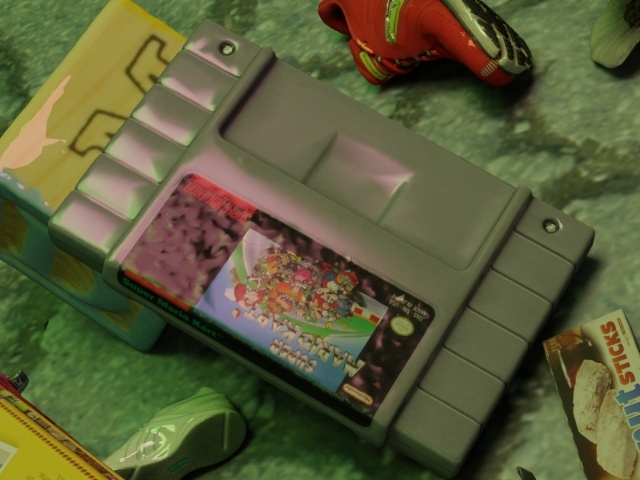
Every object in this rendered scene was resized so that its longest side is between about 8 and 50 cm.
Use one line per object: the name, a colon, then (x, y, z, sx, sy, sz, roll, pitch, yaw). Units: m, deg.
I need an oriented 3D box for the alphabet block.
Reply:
alphabet block: (-0.161, -0.052, 1.302, 0.197, 0.193, 0.192, -57, 4, -22)

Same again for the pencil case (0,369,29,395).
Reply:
pencil case: (-0.368, 0.159, 1.360, 0.236, 0.104, 0.104, -6, 48, 31)

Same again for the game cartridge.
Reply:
game cartridge: (0.000, 0.000, 1.154, 0.355, 0.068, 0.230, 29, 62, 10)

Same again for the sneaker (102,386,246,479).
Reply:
sneaker: (-0.132, 0.172, 1.229, 0.152, 0.053, 0.061, -30, 31, -3)

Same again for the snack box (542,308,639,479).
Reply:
snack box: (0.205, 0.126, 1.059, 0.064, 0.022, 0.178, -23, 41, 12)

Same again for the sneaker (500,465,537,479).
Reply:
sneaker: (0.155, 0.208, 0.957, 0.235, 0.094, 0.153, -17, 51, 35)

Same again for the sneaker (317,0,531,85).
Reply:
sneaker: (0.089, -0.187, 1.409, 0.118, 0.107, 0.279, -54, 37, 6)

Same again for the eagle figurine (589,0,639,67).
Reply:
eagle figurine: (0.347, -0.226, 1.217, 0.298, 0.225, 0.226, 14, 100, 8)

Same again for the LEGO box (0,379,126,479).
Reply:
LEGO box: (-0.025, 0.287, 0.706, 0.193, 0.372, 0.500, -51, 29, -12)
